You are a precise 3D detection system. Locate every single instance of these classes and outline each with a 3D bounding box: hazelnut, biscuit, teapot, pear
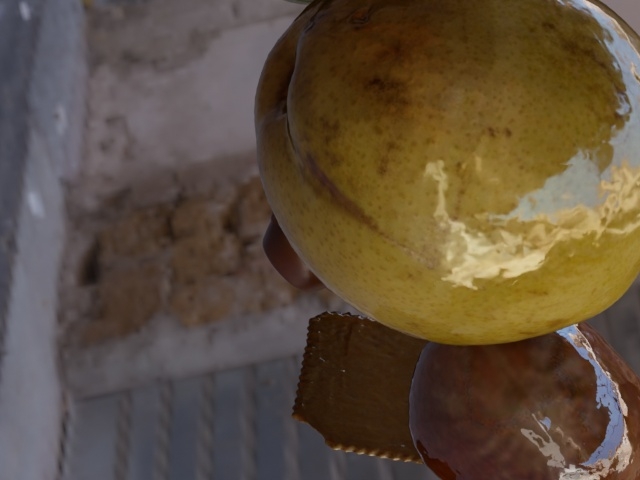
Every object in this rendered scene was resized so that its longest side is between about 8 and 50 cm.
[{"bbox_3d":[0.171,0.139,1.388,0.214,0.214,0.176,52,61,-74],"label":"hazelnut"},{"bbox_3d":[0.091,0.172,1.995,0.232,0.237,0.013,-79,177,-51],"label":"biscuit"},{"bbox_3d":[0.000,0.000,2.086,0.173,0.116,0.116,42,21,-19],"label":"teapot"},{"bbox_3d":[0.107,-0.068,1.271,0.314,0.314,0.314,-12,90,-83],"label":"pear"}]

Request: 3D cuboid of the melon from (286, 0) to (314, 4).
[{"bbox_3d":[0.013,-0.337,1.512,0.272,0.308,0.272,-20,-113,61],"label":"melon"}]
